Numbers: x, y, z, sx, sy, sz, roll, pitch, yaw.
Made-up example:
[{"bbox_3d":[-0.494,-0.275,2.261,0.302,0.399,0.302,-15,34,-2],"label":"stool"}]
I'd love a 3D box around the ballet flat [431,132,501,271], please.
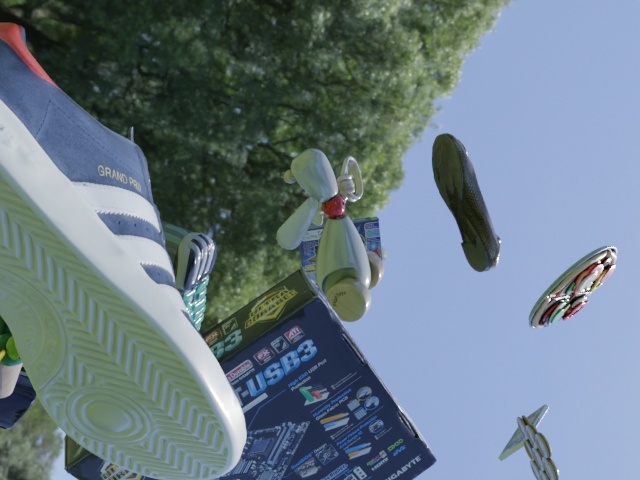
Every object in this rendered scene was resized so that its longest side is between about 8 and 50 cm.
[{"bbox_3d":[0.257,-0.068,1.170,0.084,0.058,0.249,-19,-89,67],"label":"ballet flat"}]

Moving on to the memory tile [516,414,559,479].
[{"bbox_3d":[0.339,0.345,1.024,0.113,0.012,0.148,-148,-140,-84],"label":"memory tile"}]

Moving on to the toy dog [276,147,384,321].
[{"bbox_3d":[0.000,0.000,1.323,0.161,0.220,0.333,-16,-94,25],"label":"toy dog"}]

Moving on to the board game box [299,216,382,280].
[{"bbox_3d":[0.049,0.021,1.670,0.035,0.201,0.136,-120,-157,-76],"label":"board game box"}]

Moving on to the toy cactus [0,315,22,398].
[{"bbox_3d":[-0.360,0.096,0.755,0.219,0.112,0.180,31,-65,39],"label":"toy cactus"}]

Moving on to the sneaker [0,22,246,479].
[{"bbox_3d":[-0.144,0.012,0.458,0.131,0.350,0.148,-16,-150,18],"label":"sneaker"}]

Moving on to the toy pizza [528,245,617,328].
[{"bbox_3d":[0.448,0.090,1.187,0.032,0.201,0.201,50,-55,30],"label":"toy pizza"}]

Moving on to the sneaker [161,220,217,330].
[{"bbox_3d":[-0.200,0.069,0.851,0.083,0.098,0.223,-39,154,-58],"label":"sneaker"}]

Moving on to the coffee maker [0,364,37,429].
[{"bbox_3d":[-0.613,0.269,1.208,0.120,0.178,0.171,-34,-135,20],"label":"coffee maker"}]

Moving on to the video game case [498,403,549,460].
[{"bbox_3d":[0.411,0.388,1.372,0.011,0.122,0.087,43,-43,11],"label":"video game case"}]

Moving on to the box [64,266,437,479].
[{"bbox_3d":[-0.060,0.222,0.729,0.296,0.293,0.073,-35,-151,-2],"label":"box"}]
